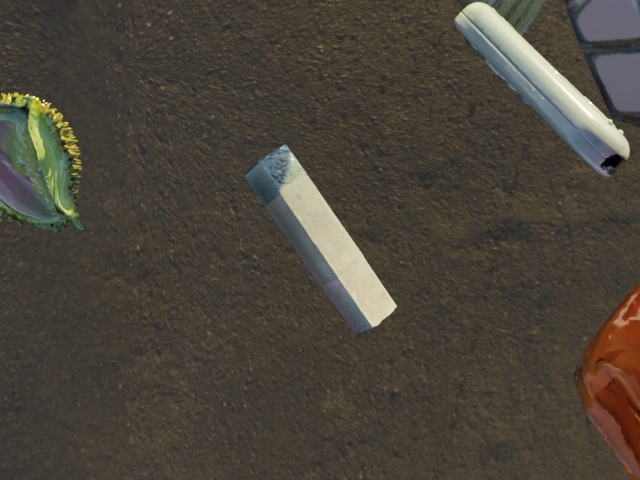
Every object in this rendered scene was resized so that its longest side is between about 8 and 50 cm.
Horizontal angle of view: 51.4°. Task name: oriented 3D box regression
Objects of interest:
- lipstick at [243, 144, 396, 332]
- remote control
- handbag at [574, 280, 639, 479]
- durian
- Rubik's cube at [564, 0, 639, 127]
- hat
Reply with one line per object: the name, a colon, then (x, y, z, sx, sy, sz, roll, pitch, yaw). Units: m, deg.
lipstick: (0.000, 0.000, 1.070, 0.066, 0.068, 0.317, -37, 94, -32)
remote control: (0.224, -0.161, 0.682, 0.047, 0.244, 0.087, -44, 151, 21)
handbag: (0.416, 0.111, 0.572, 0.410, 0.116, 0.303, -37, 95, -31)
durian: (-0.363, -0.102, 0.827, 0.137, 0.095, 0.220, 6, 133, 7)
Rubik's cube: (0.285, -0.197, 0.394, 0.264, 0.319, 0.319, 29, 94, -8)
hat: (0.264, -0.437, 1.091, 0.110, 0.252, 0.252, 13, 100, -24)
